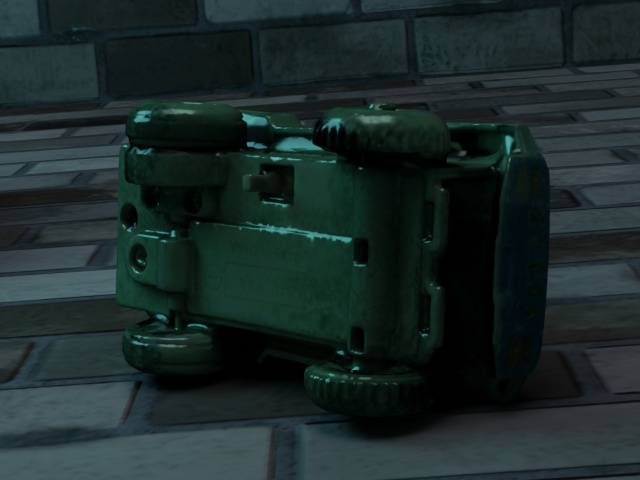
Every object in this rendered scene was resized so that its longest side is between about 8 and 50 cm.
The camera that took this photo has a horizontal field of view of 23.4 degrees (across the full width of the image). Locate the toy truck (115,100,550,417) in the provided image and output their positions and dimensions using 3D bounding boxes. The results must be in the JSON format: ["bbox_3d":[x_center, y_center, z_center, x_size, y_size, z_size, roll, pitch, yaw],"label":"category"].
[{"bbox_3d":[0.000,0.000,0.848,0.279,0.155,0.156,7,8,44],"label":"toy truck"}]
